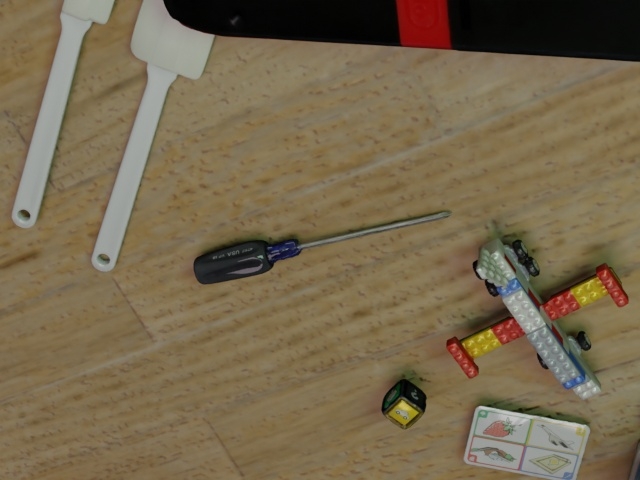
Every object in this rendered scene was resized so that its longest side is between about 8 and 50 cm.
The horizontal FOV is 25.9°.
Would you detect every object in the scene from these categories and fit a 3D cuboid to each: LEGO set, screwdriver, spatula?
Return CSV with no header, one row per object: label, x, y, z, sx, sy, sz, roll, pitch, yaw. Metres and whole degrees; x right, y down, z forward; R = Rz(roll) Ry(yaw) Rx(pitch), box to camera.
LEGO set,0.165,0.094,0.864,0.244,0.060,0.182,11,120,3
screwdriver,0.000,0.000,0.877,0.170,0.025,0.024,-15,114,10
spatula,-0.163,-0.100,0.856,0.168,0.019,0.242,20,122,-5

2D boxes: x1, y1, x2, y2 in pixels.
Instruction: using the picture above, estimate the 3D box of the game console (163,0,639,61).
game console,0.051,-0.260,0.640,0.342,0.060,0.386,8,129,22
